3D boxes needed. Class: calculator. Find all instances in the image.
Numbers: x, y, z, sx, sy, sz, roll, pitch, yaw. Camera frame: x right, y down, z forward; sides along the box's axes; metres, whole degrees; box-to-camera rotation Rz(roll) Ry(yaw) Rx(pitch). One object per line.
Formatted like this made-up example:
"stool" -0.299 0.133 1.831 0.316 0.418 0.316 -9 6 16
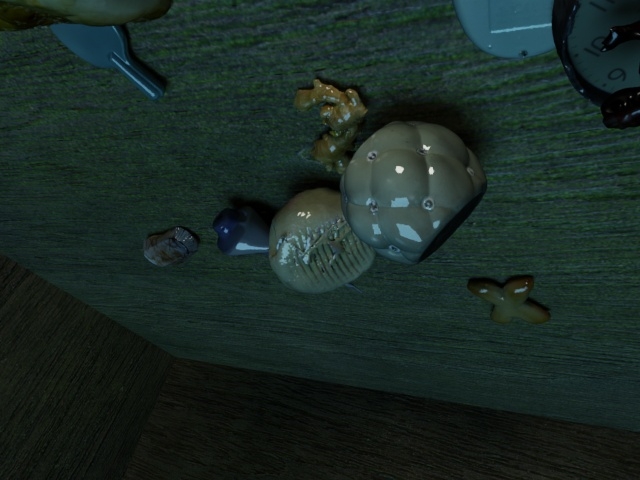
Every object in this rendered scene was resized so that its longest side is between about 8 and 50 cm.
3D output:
"calculator" 0.233 -0.335 0.508 0.184 0.042 0.295 3 148 24

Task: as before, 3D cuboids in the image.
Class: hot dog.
"hot dog" -0.484 0.022 1.466 0.253 0.069 0.131 -18 126 42

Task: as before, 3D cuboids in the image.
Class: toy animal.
"toy animal" 0.346 -0.169 0.404 0.116 0.179 0.218 9 149 -3

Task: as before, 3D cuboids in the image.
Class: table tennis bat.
"table tennis bat" -0.388 -0.349 0.818 0.153 0.040 0.244 -16 132 45

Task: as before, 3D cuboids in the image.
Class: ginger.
"ginger" 0.027 -0.201 0.831 0.193 0.052 0.176 36 151 -28

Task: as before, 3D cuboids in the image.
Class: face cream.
"face cream" -0.101 0.041 1.230 0.420 0.137 0.235 31 168 -30

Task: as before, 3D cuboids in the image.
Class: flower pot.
"flower pot" 0.152 -0.085 0.780 0.195 0.246 0.246 45 155 17

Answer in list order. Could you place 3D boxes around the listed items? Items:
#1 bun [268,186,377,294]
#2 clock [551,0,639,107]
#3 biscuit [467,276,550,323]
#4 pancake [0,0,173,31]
"bun" 0.003 -0.004 1.046 0.273 0.168 0.273 -10 127 -13
"clock" 0.418 -0.260 0.477 0.313 0.061 0.312 5 150 3
"biscuit" 0.504 0.165 1.204 0.164 0.047 0.208 -10 140 37
"pancake" -0.375 -0.306 0.564 0.387 0.387 0.082 7 114 18
